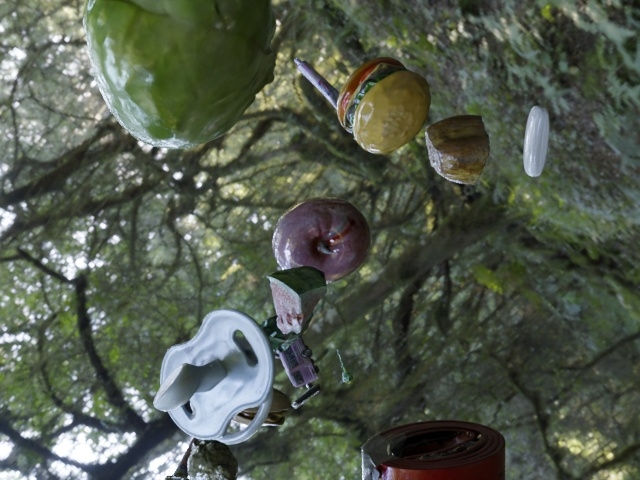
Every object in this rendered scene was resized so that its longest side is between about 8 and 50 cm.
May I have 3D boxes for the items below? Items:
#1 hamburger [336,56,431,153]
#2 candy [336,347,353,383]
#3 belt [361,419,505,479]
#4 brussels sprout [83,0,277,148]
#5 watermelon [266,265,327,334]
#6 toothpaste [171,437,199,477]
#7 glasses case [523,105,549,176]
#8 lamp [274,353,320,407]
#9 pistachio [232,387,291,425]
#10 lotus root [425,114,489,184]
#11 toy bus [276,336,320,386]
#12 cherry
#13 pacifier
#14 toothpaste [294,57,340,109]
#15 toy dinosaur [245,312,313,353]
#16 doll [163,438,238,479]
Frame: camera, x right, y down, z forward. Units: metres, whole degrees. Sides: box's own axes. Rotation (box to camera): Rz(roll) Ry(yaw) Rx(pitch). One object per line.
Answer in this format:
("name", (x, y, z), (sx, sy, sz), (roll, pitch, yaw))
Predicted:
("hamburger", (0.107, -0.227, 1.145), (0.162, 0.162, 0.115), (20, -155, -50))
("candy", (0.048, 0.264, 1.437), (0.025, 0.023, 0.083), (-40, -62, -49))
("belt", (0.223, 0.464, 1.398), (0.323, 0.115, 0.227), (-4, -173, -20))
("brussels sprout", (-0.204, -0.296, 1.011), (0.247, 0.328, 0.328), (29, -163, 5))
("watermelon", (-0.059, 0.126, 1.410), (0.121, 0.158, 0.098), (26, -170, -43))
("toothpaste", (-0.358, 0.601, 1.799), (0.195, 0.042, 0.067), (-64, -28, -55))
("glasses case", (0.587, -0.269, 1.864), (0.049, 0.194, 0.074), (-3, -157, -8))
("lamp", (-0.130, 0.442, 2.297), (0.283, 0.124, 0.203), (38, 165, 6))
("pistachio", (-0.198, 0.487, 2.058), (0.215, 0.144, 0.144), (18, -155, -15))
("lotus root", (0.308, -0.201, 1.510), (0.095, 0.135, 0.160), (180, 85, -79))
("toy bus", (-0.080, 0.385, 2.263), (0.199, 0.108, 0.096), (-123, 11, -55))
("cherry", (0.000, 0.000, 1.651), (0.235, 0.213, 0.285), (5, -165, -17))
("pacifier", (-0.209, 0.260, 1.234), (0.207, 0.279, 0.228), (5, -132, -59))
("toothpaste", (0.001, -0.380, 1.657), (0.170, 0.045, 0.028), (44, 155, -4))
("toy dinosaur", (-0.092, 0.227, 1.664), (0.079, 0.120, 0.292), (55, -170, 15))
("doll", (-0.175, 0.482, 1.180), (0.091, 0.202, 0.286), (-13, -94, -35))
